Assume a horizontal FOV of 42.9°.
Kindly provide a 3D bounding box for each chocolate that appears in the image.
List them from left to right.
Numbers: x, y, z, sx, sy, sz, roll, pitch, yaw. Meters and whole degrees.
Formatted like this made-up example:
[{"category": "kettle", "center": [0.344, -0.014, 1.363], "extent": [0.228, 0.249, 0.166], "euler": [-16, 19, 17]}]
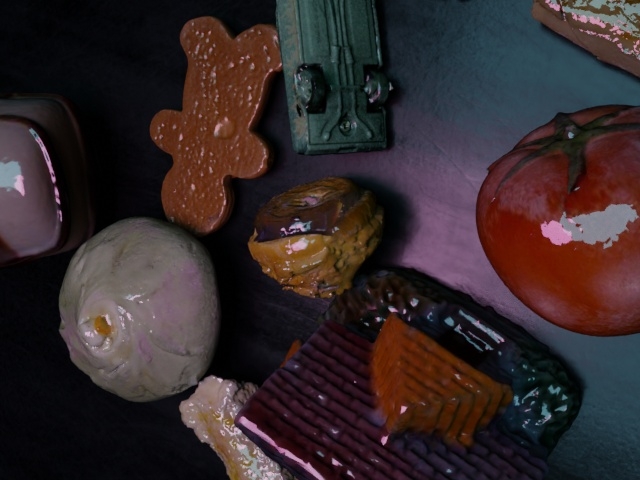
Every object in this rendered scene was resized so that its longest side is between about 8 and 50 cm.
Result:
[{"category": "chocolate", "center": [-0.427, -0.080, 1.203], "extent": [0.186, 0.283, 0.284], "euler": [3, 94, 9]}]

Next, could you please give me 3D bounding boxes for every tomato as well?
[{"category": "tomato", "center": [0.312, -0.018, 0.892], "extent": [0.264, 0.265, 0.265], "euler": [1, 93, 23]}]

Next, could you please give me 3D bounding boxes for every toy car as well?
[{"category": "toy car", "center": [0.004, -0.272, 1.068], "extent": [0.097, 0.141, 0.321], "euler": [-5, 92, 56]}]

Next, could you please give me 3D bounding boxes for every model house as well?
[{"category": "model house", "center": [0.080, 0.221, 0.957], "extent": [0.360, 0.339, 0.297], "euler": [33, 107, 18]}]

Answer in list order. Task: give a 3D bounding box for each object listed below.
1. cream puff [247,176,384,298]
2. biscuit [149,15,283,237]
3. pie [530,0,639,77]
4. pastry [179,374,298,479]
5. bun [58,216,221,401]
[{"category": "cream puff", "center": [0.000, 0.000, 1.064], "extent": [0.189, 0.189, 0.130], "euler": [-12, 114, 23]}, {"category": "biscuit", "center": [-0.153, -0.160, 1.187], "extent": [0.205, 0.049, 0.324], "euler": [16, 99, 22]}, {"category": "pie", "center": [0.385, -0.253, 0.943], "extent": [0.282, 0.068, 0.129], "euler": [32, 106, 17]}, {"category": "pastry", "center": [-0.100, 0.311, 1.168], "extent": [0.121, 0.089, 0.258], "euler": [-36, 78, 16]}, {"category": "bun", "center": [-0.281, 0.104, 1.165], "extent": [0.283, 0.179, 0.283], "euler": [4, 97, 38]}]
